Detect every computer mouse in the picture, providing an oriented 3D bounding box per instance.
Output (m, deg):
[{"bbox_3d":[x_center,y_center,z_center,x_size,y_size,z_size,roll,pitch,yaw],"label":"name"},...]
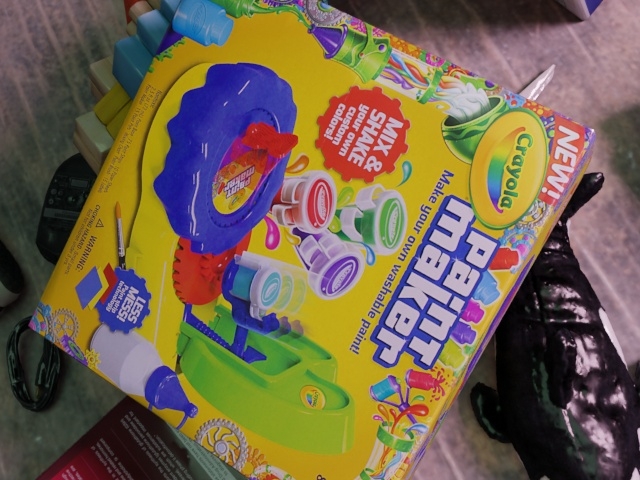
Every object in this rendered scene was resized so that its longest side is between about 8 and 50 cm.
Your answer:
[{"bbox_3d":[-0.233,0.035,0.706,0.071,0.041,0.242,11,81,10],"label":"computer mouse"}]

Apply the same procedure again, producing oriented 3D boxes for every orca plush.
[{"bbox_3d":[0.199,0.077,0.587,0.151,0.102,0.287,8,73,11],"label":"orca plush"}]

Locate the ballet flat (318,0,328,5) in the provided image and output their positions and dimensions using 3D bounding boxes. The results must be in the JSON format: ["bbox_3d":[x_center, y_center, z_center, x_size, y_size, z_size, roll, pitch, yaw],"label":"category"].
[{"bbox_3d":[-0.110,-0.252,0.754,0.247,0.083,0.087,34,88,18],"label":"ballet flat"}]

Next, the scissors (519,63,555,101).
[{"bbox_3d":[0.106,-0.053,0.686,0.109,0.021,0.297,24,79,17],"label":"scissors"}]

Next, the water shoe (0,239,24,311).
[{"bbox_3d":[-0.359,-0.010,0.716,0.080,0.073,0.203,-37,70,-2],"label":"water shoe"}]

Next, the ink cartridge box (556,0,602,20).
[{"bbox_3d":[0.141,-0.293,0.657,0.224,0.223,0.045,42,106,18],"label":"ink cartridge box"}]

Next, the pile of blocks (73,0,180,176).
[{"bbox_3d":[-0.097,-0.213,0.636,0.362,0.149,0.112,-41,79,9],"label":"pile of blocks"}]

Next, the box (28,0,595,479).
[{"bbox_3d":[0.000,0.000,0.561,0.279,0.177,0.289,29,98,16],"label":"box"}]

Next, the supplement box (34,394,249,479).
[{"bbox_3d":[-0.161,0.226,0.608,0.239,0.073,0.130,-42,70,-7],"label":"supplement box"}]
